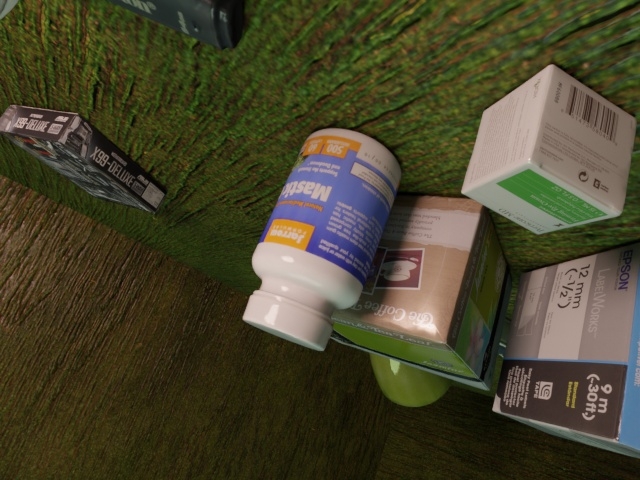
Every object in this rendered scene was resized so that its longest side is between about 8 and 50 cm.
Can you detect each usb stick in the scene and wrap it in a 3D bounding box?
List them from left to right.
[{"bbox_3d":[-0.210,-0.267,0.393,0.278,0.045,0.077,22,161,-2],"label":"usb stick"}]

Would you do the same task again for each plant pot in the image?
[{"bbox_3d":[0.265,0.338,1.298,0.275,0.274,0.293,7,141,38],"label":"plant pot"}]

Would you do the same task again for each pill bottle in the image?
[{"bbox_3d":[0.000,0.000,0.546,0.153,0.271,0.152,20,162,7],"label":"pill bottle"}]

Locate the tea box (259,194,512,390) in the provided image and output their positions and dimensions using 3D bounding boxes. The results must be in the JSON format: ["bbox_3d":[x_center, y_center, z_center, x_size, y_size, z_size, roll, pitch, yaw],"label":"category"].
[{"bbox_3d":[0.134,0.087,0.726,0.329,0.219,0.323,9,158,35],"label":"tea box"}]

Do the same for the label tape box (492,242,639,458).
[{"bbox_3d":[0.394,0.141,0.526,0.115,0.249,0.347,23,162,-2],"label":"label tape box"}]

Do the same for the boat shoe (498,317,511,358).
[{"bbox_3d":[0.499,0.274,1.038,0.255,0.095,0.079,28,160,-14],"label":"boat shoe"}]

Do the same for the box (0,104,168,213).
[{"bbox_3d":[-0.569,-0.189,0.985,0.243,0.076,0.307,14,160,25],"label":"box"}]

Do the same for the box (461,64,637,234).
[{"bbox_3d":[0.204,-0.076,0.367,0.101,0.101,0.087,25,164,-12],"label":"box"}]

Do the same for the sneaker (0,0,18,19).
[{"bbox_3d":[-0.298,-0.257,0.274,0.114,0.152,0.305,33,145,-20],"label":"sneaker"}]
